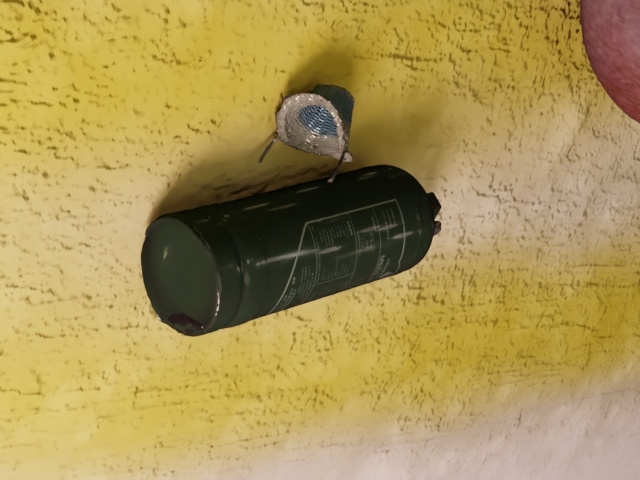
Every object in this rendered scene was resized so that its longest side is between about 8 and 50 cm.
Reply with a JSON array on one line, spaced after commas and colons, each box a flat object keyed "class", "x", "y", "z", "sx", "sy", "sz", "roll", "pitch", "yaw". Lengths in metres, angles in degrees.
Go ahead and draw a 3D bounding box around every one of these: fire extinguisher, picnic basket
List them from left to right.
[{"class": "picnic basket", "x": -0.005, "y": -0.083, "z": 1.092, "sx": 0.083, "sy": 0.065, "sz": 0.083, "roll": 72, "pitch": 37, "yaw": -59}, {"class": "fire extinguisher", "x": 0.000, "y": 0.000, "z": 1.136, "sx": 0.311, "sy": 0.095, "sz": 0.114, "roll": -17, "pitch": 158, "yaw": -41}]

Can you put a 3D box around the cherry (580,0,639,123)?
[{"class": "cherry", "x": 0.356, "y": -0.219, "z": 1.280, "sx": 0.261, "sy": 0.221, "sz": 0.307, "roll": -34, "pitch": 153, "yaw": -16}]
